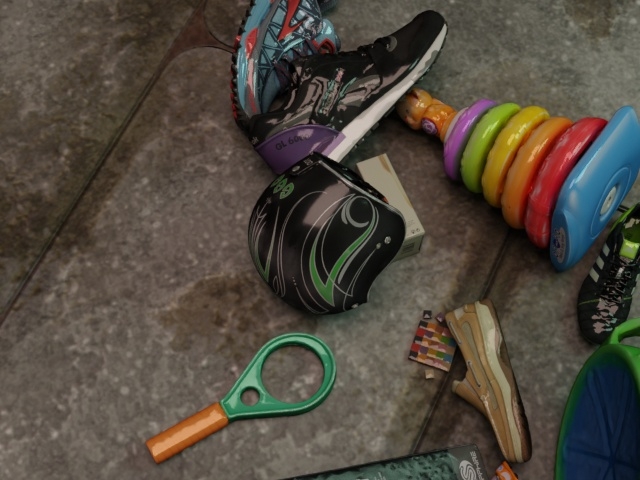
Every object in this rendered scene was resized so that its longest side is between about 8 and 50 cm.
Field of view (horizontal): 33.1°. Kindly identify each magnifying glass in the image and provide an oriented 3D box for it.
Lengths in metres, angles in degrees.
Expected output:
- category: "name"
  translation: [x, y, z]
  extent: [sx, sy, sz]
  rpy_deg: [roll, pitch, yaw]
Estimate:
- category: "magnifying glass"
  translation: [-0.087, 0.181, 1.209]
  extent: [0.231, 0.026, 0.092]
  rpy_deg: [-29, 69, -11]

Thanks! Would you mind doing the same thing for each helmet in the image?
- category: "helmet"
  translation: [0.000, 0.000, 1.208]
  extent: [0.169, 0.169, 0.162]
  rpy_deg: [37, 99, 15]

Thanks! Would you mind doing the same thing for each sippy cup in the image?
- category: "sippy cup"
  translation: [0.382, 0.234, 1.086]
  extent: [0.224, 0.240, 0.306]
  rpy_deg: [9, 90, -7]

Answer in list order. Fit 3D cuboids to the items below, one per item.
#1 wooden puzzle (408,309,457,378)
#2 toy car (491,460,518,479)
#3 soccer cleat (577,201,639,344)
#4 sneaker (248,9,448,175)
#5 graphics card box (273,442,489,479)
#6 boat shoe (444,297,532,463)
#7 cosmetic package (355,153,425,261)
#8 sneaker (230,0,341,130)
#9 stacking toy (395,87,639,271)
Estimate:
- category: "wooden puzzle"
  translation: [0.131, 0.121, 1.243]
  extent: [0.049, 0.006, 0.083]
  rpy_deg: [18, 67, 8]
- category: "toy car"
  translation: [0.216, 0.295, 1.136]
  extent: [0.040, 0.060, 0.122]
  rpy_deg: [-31, 67, 0]
- category: "soccer cleat"
  translation: [0.343, 0.034, 1.245]
  extent: [0.060, 0.072, 0.179]
  rpy_deg: [21, 68, 10]
- category: "sneaker"
  translation: [0.032, -0.195, 1.292]
  extent: [0.124, 0.107, 0.283]
  rpy_deg: [44, 80, -11]
- category: "graphics card box"
  translation: [0.019, 0.336, 1.020]
  extent: [0.370, 0.094, 0.233]
  rpy_deg: [-5, 64, -29]
- category: "boat shoe"
  translation: [0.182, 0.161, 1.201]
  extent: [0.072, 0.068, 0.190]
  rpy_deg: [-16, 60, 9]
- category: "cosmetic package"
  translation: [0.081, -0.039, 1.288]
  extent: [0.041, 0.060, 0.115]
  rpy_deg: [-20, 68, -10]
- category: "sneaker"
  translation: [-0.038, -0.252, 1.362]
  extent: [0.125, 0.104, 0.262]
  rpy_deg: [13, 67, 4]
- category: "stacking toy"
  translation: [0.210, -0.110, 1.284]
  extent: [0.301, 0.175, 0.166]
  rpy_deg: [30, 66, 25]
